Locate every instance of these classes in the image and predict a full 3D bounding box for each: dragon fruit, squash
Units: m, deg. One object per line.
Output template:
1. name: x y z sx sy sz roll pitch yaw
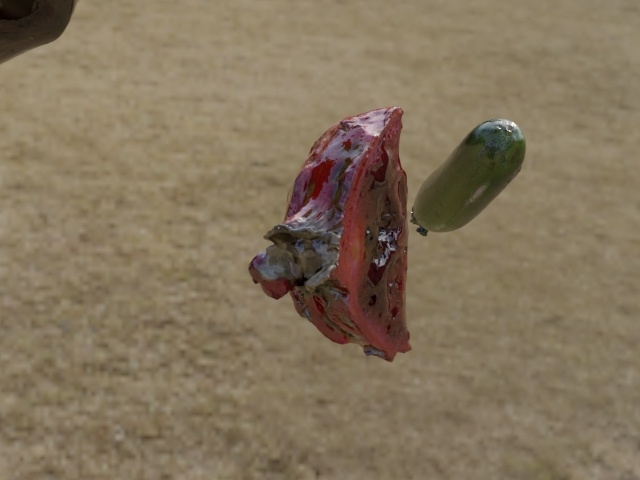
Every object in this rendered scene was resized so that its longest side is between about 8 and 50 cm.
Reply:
1. dragon fruit: 0.000 0.000 1.549 0.134 0.262 0.211 3 10 22
2. squash: 0.176 -0.066 1.960 0.087 0.087 0.331 -4 -16 -18

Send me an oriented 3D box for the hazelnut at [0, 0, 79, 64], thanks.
1. hazelnut: -0.436 -0.376 1.645 0.402 0.429 0.402 30 39 -28
